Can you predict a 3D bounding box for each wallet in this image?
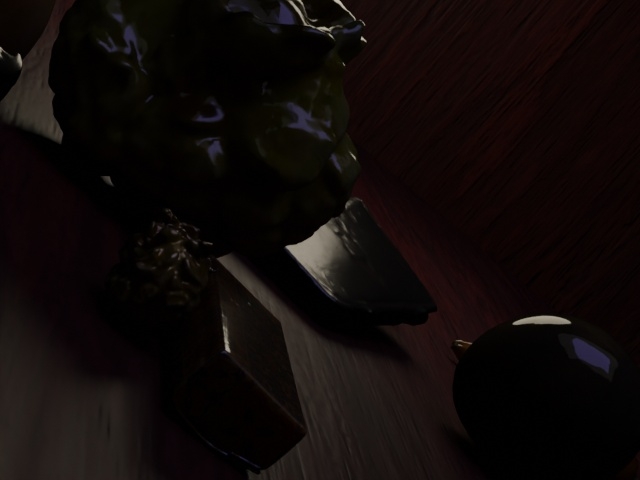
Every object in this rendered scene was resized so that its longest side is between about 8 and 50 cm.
[{"bbox_3d":[0.017,0.018,1.790,0.165,0.042,0.309,54,17,14],"label":"wallet"}]

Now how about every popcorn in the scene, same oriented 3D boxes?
[{"bbox_3d":[-0.100,0.022,1.153,0.057,0.083,0.082,41,33,-15],"label":"popcorn"},{"bbox_3d":[-0.086,-0.118,1.460,0.224,0.258,0.270,31,55,-73],"label":"popcorn"}]

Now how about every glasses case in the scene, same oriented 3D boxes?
[{"bbox_3d":[-0.059,0.076,1.158,0.075,0.049,0.218,46,6,-14],"label":"glasses case"}]

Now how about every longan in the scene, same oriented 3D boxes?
[{"bbox_3d":[0.210,0.154,1.698,0.185,0.159,0.204,28,-28,-6],"label":"longan"}]

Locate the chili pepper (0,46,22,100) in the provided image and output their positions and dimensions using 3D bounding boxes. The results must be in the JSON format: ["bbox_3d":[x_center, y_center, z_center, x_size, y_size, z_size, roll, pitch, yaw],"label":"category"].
[{"bbox_3d":[-0.291,-0.114,0.901,0.264,0.116,0.148,42,34,-21],"label":"chili pepper"}]

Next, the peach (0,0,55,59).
[{"bbox_3d":[-0.260,-0.181,1.170,0.184,0.184,0.184,40,7,-6],"label":"peach"}]

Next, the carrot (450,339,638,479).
[{"bbox_3d":[0.261,0.198,2.063,0.271,0.062,0.066,35,42,-14],"label":"carrot"}]

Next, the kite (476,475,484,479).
[{"bbox_3d":[0.191,0.255,1.543,0.183,0.010,0.160,43,3,-11],"label":"kite"}]
